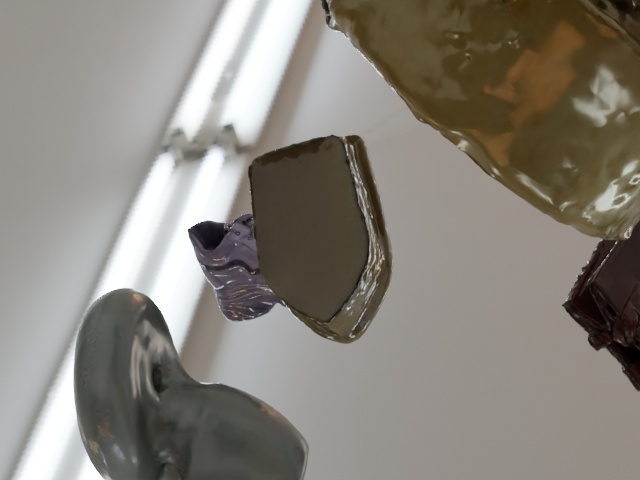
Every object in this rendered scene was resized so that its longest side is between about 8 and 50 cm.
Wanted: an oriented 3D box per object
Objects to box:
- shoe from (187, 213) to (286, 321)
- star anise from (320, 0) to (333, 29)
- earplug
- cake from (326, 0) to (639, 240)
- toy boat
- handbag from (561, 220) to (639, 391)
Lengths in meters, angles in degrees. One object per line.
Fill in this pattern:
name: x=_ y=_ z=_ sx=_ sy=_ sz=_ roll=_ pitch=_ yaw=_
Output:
shoe: x=-0.058 y=0.019 z=1.717 sx=0.245 sy=0.137 sz=0.095 roll=-12 pitch=-145 yaw=40
star anise: x=0.045 y=-0.286 z=1.309 sx=0.109 sy=0.236 sz=0.223 roll=-57 pitch=-161 yaw=-21
earplug: x=-0.147 y=0.195 z=1.483 sx=0.175 sy=0.325 sz=0.214 roll=-34 pitch=-162 yaw=23
cake: x=0.213 y=-0.208 z=1.050 sx=0.321 sy=0.332 sz=0.332 roll=-48 pitch=-147 yaw=16
toy boat: x=0.000 y=0.000 z=1.250 sx=0.116 sy=0.061 sz=0.188 roll=-15 pitch=-102 yaw=16
handbag: x=0.439 y=0.086 z=1.702 sx=0.084 sy=0.260 sz=0.275 roll=-35 pitch=-172 yaw=45
